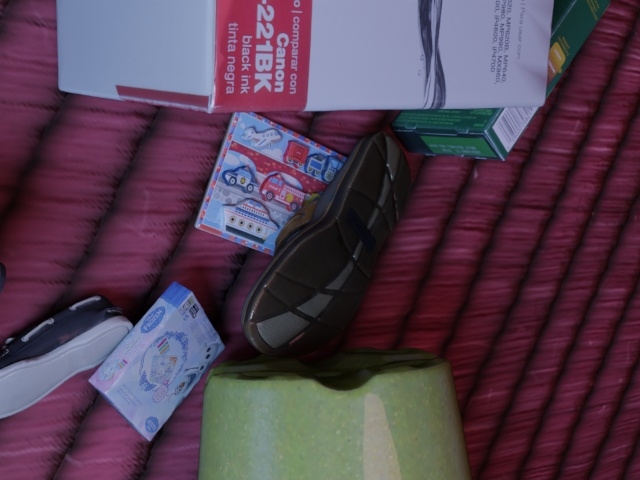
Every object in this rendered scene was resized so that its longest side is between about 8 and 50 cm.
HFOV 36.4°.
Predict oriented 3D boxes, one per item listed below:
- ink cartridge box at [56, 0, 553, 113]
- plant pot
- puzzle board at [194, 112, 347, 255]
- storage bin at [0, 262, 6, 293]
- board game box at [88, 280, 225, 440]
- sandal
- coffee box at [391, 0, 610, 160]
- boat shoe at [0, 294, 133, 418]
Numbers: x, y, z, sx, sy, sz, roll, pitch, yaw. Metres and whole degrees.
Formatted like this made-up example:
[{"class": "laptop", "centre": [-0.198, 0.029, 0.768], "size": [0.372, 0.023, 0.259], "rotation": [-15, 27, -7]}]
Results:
[{"class": "ink cartridge box", "centre": [-0.007, -0.147, 0.637], "size": [0.272, 0.197, 0.114], "rotation": [-8, 105, -37]}, {"class": "plant pot", "centre": [0.013, 0.212, 0.708], "size": [0.276, 0.276, 0.254], "rotation": [-2, 88, -39]}, {"class": "puzzle board", "centre": [-0.031, -0.037, 0.761], "size": [0.128, 0.011, 0.097], "rotation": [21, 85, -39]}, {"class": "storage bin", "centre": [-0.265, 0.062, 0.517], "size": [0.084, 0.122, 0.180], "rotation": [41, 73, -36]}, {"class": "board game box", "centre": [-0.113, 0.087, 0.690], "size": [0.090, 0.020, 0.090], "rotation": [-52, 152, -20]}, {"class": "sandal", "centre": [0.000, 0.000, 0.754], "size": [0.090, 0.060, 0.219], "rotation": [53, 52, -36]}, {"class": "coffee box", "centre": [0.153, -0.150, 0.823], "size": [0.040, 0.113, 0.184], "rotation": [48, 68, -34]}, {"class": "boat shoe", "centre": [-0.185, 0.075, 0.641], "size": [0.125, 0.038, 0.046], "rotation": [-30, 148, -27]}]
